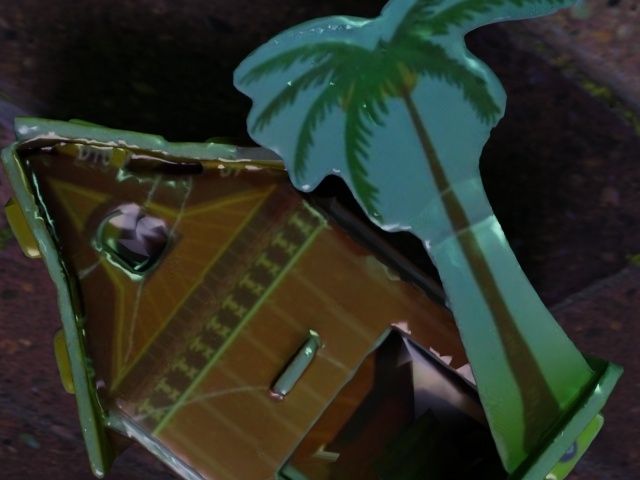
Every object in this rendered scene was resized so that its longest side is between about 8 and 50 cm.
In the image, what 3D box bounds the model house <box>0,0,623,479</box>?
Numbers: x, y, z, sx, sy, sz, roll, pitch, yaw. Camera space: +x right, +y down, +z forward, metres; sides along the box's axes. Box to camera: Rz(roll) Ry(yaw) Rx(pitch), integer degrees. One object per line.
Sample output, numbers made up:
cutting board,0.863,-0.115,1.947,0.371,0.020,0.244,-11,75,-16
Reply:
model house,0.000,0.000,1.021,0.323,0.340,0.300,38,178,-3
